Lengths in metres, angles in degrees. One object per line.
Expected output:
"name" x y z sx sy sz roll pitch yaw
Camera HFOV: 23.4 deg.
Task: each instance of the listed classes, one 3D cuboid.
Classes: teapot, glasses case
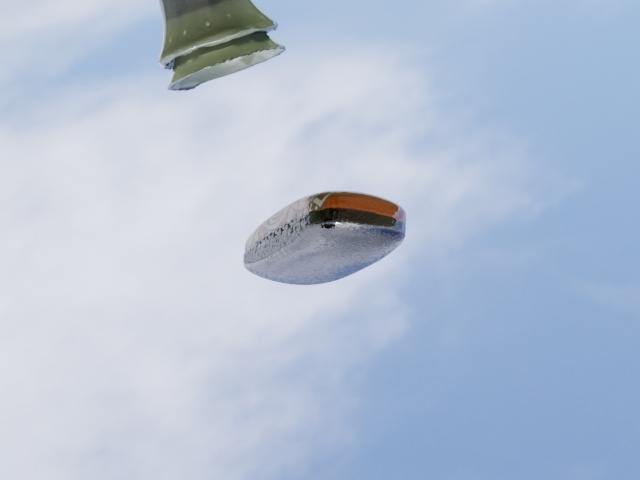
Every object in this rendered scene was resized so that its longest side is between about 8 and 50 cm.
"teapot" -0.119 -0.260 1.298 0.183 0.250 0.183 -19 180 0
"glasses case" 0.000 0.000 1.574 0.103 0.067 0.267 12 165 -20
